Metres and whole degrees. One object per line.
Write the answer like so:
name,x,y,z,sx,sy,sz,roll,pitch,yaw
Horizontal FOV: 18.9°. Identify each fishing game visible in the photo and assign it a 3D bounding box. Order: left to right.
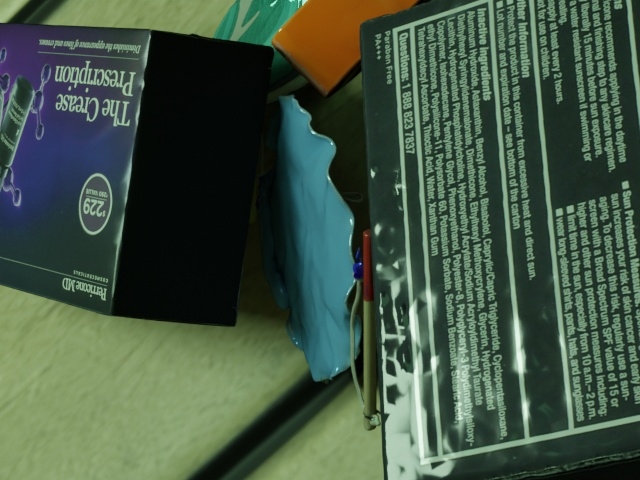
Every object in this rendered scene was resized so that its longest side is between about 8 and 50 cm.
fishing game,0.000,0.000,1.226,0.264,0.041,0.189,-125,30,-57

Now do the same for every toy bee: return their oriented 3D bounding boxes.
toy bee,0.106,-0.211,1.241,0.298,0.162,0.195,-22,96,23

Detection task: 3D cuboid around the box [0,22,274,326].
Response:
box,-0.153,-0.051,1.306,0.261,0.103,0.184,10,95,54

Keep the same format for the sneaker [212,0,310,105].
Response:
sneaker,-0.002,-0.221,1.334,0.107,0.110,0.275,37,96,39

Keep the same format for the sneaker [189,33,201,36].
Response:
sneaker,-0.120,-0.075,1.393,0.073,0.063,0.162,11,79,41

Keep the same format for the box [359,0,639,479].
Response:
box,0.196,-0.004,1.059,0.294,0.183,0.296,-16,65,32
